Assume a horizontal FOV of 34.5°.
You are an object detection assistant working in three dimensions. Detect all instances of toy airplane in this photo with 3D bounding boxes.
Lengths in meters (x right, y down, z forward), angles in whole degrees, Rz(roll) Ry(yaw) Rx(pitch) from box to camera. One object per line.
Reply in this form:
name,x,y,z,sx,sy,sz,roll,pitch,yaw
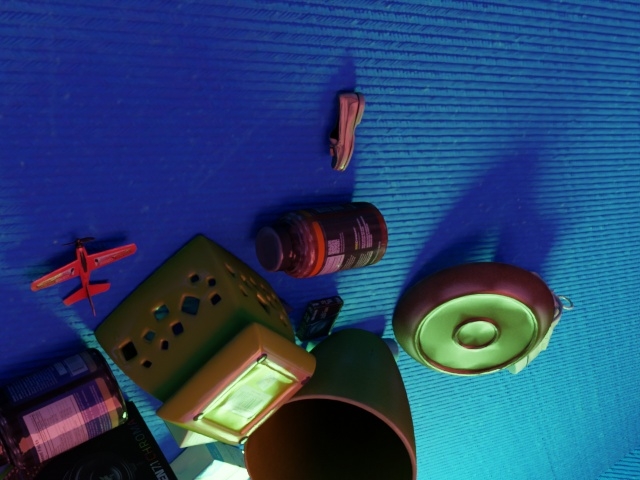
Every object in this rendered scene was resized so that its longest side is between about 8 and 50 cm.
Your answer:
toy airplane,-0.318,0.046,1.400,0.151,0.028,0.151,-24,143,-19

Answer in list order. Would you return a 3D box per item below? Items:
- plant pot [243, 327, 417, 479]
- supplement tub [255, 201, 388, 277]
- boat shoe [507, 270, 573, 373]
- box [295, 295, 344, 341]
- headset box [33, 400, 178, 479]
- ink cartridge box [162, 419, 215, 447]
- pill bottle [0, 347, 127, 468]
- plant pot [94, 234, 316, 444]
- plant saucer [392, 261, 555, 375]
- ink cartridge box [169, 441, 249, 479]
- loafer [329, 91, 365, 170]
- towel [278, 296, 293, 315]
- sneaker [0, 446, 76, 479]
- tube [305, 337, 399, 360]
plant pot,0.041,0.282,1.731,0.293,0.275,0.274,-68,-176,-59
supplement tub,0.000,0.000,1.578,0.198,0.106,0.106,-8,135,-36
boat shoe,0.444,0.147,2.132,0.156,0.136,0.367,-32,147,-11
box,-0.001,0.137,1.807,0.067,0.018,0.083,-9,136,-37
headset box,-0.367,0.422,1.592,0.283,0.246,0.131,-21,142,-24
ink cartridge box,-0.163,0.275,1.766,0.175,0.072,0.127,-1,130,-42
pill bottle,-0.398,0.250,1.474,0.219,0.123,0.122,-23,143,-21
plant pot,-0.155,0.166,1.533,0.227,0.207,0.228,-43,146,5
plant saucer,0.293,0.164,1.959,0.311,0.050,0.310,-1,133,-1
ink cartridge box,-0.197,0.435,1.926,0.104,0.060,0.180,-45,145,7
loafer,0.029,-0.158,1.487,0.039,0.045,0.125,2,124,-22
towel,-0.105,0.138,1.703,0.119,0.029,0.067,-44,146,8
sneaker,-0.427,0.298,1.565,0.209,0.082,0.069,-38,140,-36
tube,0.051,0.212,1.923,0.207,0.052,0.080,0,119,-34
